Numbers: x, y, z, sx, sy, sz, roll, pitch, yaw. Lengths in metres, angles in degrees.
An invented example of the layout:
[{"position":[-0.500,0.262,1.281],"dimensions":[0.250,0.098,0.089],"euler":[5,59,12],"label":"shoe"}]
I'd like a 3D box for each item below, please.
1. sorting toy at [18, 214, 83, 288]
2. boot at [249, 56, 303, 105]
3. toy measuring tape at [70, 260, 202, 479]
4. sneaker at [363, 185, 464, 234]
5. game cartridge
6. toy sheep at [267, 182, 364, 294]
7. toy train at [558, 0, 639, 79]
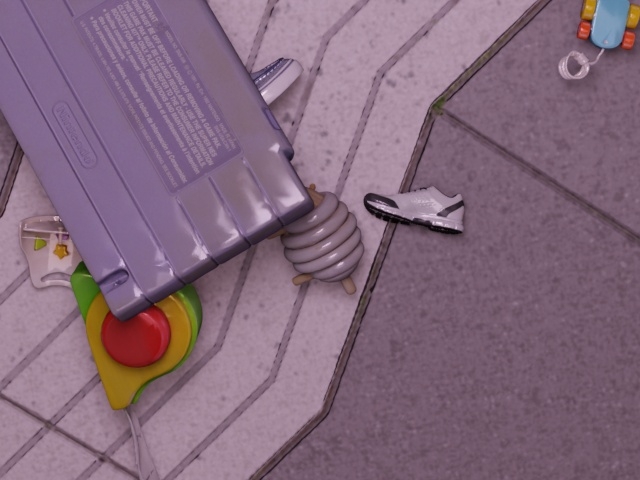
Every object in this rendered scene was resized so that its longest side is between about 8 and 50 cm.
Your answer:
[{"position":[-0.267,0.015,1.683],"dimensions":[0.083,0.045,0.075],"euler":[5,105,-4],"label":"sorting toy"},{"position":[-0.114,-0.145,1.651],"dimensions":[0.190,0.069,0.086],"euler":[-36,99,4],"label":"boot"},{"position":[-0.159,0.137,1.673],"dimensions":[0.121,0.121,0.330],"euler":[-17,106,-1],"label":"toy measuring tape"},{"position":[0.098,-0.037,1.699],"dimensions":[0.109,0.040,0.044],"euler":[12,81,-8],"label":"sneaker"},{"position":[-0.182,-0.128,1.604],"dimensions":[0.230,0.068,0.355],"euler":[-29,77,-2],"label":"game cartridge"},{"position":[0.000,0.000,1.674],"dimensions":[0.091,0.091,0.132],"euler":[-31,112,2],"label":"toy sheep"},{"position":[0.252,-0.252,1.671],"dimensions":[0.125,0.046,0.166],"euler":[-28,95,2],"label":"toy train"}]
